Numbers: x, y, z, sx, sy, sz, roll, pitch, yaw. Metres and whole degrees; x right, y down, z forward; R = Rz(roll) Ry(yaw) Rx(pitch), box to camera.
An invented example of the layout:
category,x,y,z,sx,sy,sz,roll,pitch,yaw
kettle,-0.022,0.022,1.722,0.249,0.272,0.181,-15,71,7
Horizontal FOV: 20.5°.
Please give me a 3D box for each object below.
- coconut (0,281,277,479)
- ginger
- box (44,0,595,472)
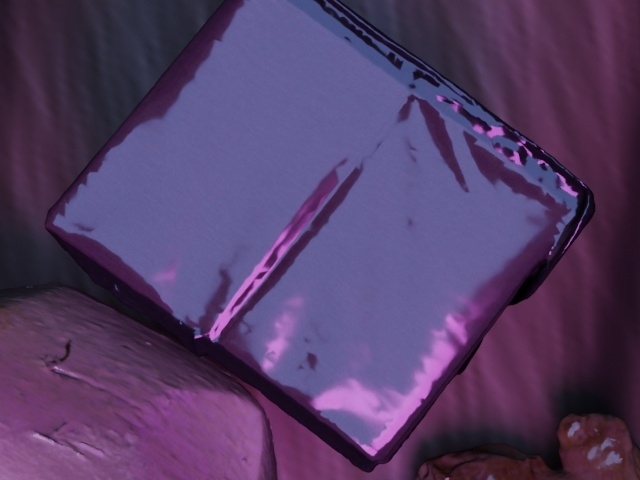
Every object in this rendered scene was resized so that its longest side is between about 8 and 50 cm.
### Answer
category,x,y,z,sx,sy,sz,roll,pitch,yaw
coconut,-0.125,0.146,0.839,0.230,0.227,0.227,29,85,9
ginger,0.084,0.177,0.919,0.213,0.074,0.137,-28,80,2
box,0.000,0.000,0.839,0.188,0.252,0.153,37,86,1
